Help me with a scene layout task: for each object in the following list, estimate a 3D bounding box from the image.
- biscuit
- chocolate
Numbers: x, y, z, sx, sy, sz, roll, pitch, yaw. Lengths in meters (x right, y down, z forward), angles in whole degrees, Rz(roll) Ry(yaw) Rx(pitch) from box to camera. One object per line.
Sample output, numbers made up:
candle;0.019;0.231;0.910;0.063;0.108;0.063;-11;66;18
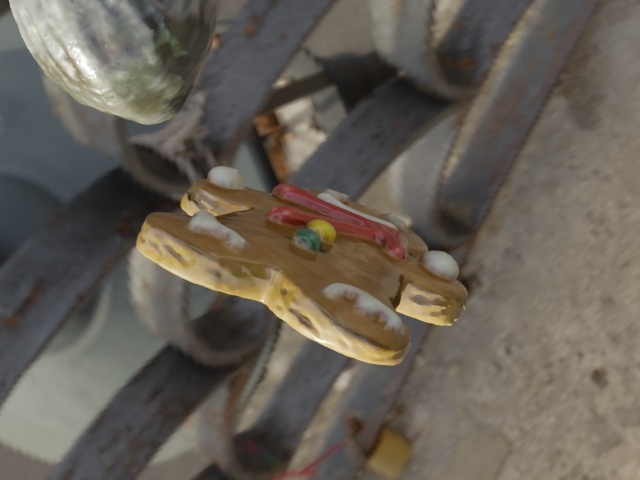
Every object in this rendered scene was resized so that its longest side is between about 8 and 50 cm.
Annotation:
biscuit;0.000;0.000;1.319;0.216;0.339;0.047;26;104;12
chocolate;-0.106;-0.177;0.900;0.110;0.110;0.248;-18;79;30
